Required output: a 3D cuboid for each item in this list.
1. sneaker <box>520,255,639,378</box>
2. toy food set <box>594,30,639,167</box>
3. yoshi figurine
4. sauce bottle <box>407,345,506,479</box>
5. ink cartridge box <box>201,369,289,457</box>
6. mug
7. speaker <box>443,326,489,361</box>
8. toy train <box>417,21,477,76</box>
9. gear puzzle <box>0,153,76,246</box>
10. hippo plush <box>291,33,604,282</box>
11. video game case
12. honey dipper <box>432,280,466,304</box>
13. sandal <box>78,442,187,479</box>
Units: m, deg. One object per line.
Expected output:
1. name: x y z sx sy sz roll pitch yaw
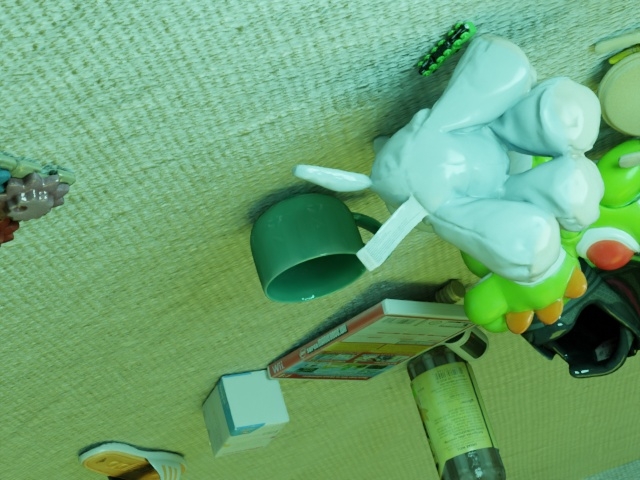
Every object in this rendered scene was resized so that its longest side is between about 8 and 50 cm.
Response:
1. sneaker: 0.394 0.118 2.069 0.185 0.202 0.482 -31 153 29
2. toy food set: 0.378 -0.172 1.577 0.132 0.038 0.192 -12 132 11
3. yoshi figurine: 0.308 -0.043 1.763 0.362 0.203 0.203 -41 -169 16
4. sauce bottle: 0.236 0.346 2.281 0.111 0.344 0.111 -13 156 -6
5. ink cartridge box: -0.122 0.274 2.180 0.092 0.090 0.143 -6 155 -25
6. mug: -0.009 0.004 1.660 0.129 0.097 0.157 -35 152 33
7. speaker: 0.223 0.152 2.208 0.055 0.055 0.136 -24 155 13
8. toy train: 0.129 -0.195 1.424 0.023 0.017 0.083 -12 158 -41
9. gear puzzle: -0.419 0.012 1.446 0.339 0.044 0.175 -32 153 29
10. hippo plush: 0.156 -0.051 1.476 0.294 0.234 0.236 -37 174 -4
11. video game case: 0.083 0.155 2.106 0.204 0.025 0.285 6 152 -40
12. honey dipper: 0.156 0.108 2.094 0.030 0.030 0.160 3 150 -40
13. sandal: -0.314 0.400 2.336 0.102 0.076 0.265 -26 155 19
